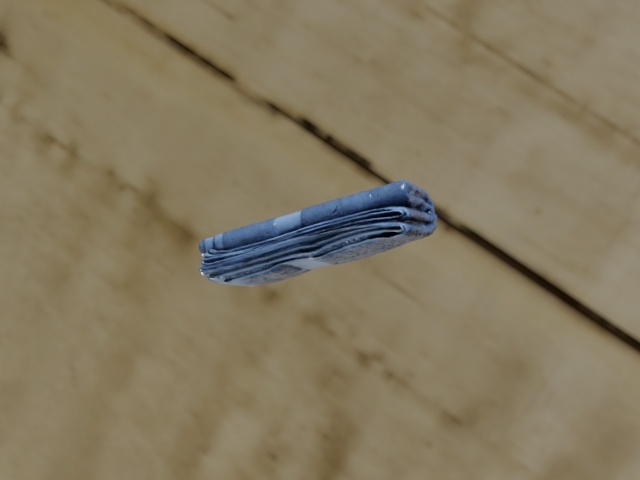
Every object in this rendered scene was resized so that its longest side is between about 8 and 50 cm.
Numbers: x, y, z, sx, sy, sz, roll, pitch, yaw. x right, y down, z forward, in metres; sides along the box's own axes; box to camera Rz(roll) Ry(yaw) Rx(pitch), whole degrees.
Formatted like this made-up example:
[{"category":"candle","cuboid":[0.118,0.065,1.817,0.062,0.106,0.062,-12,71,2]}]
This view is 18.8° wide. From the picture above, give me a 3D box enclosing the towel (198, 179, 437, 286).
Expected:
[{"category":"towel","cuboid":[0.000,0.000,1.016,0.119,0.029,0.067,-17,-9,17]}]
